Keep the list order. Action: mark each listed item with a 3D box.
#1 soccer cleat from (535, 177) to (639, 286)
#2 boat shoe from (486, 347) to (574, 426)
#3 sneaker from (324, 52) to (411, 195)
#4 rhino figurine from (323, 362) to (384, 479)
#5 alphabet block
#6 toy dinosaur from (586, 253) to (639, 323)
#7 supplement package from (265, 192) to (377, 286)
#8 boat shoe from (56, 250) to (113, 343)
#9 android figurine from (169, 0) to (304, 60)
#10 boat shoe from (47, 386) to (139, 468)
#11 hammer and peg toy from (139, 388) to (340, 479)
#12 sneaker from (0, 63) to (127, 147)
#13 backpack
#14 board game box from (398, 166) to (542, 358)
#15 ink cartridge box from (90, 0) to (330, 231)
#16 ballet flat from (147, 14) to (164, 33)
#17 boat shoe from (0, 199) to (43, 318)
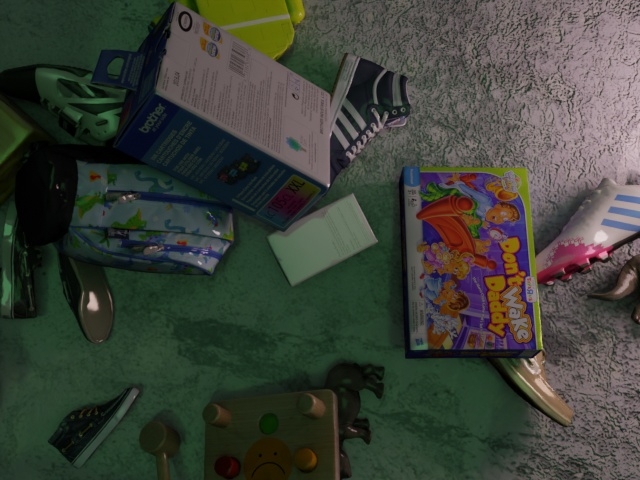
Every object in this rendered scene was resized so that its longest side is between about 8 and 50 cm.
[{"bbox_3d":[0.520,-0.031,1.749,0.331,0.116,0.143,-25,74,-5],"label":"soccer cleat"},{"bbox_3d":[0.372,0.217,1.729,0.098,0.109,0.302,-43,84,-3],"label":"boat shoe"},{"bbox_3d":[0.077,-0.198,1.731,0.153,0.099,0.282,17,85,0],"label":"sneaker"},{"bbox_3d":[0.042,0.342,1.728,0.106,0.073,0.243,15,89,-6],"label":"rhino figurine"},{"bbox_3d":[-0.623,-0.180,1.658,0.197,0.192,0.193,42,89,-1],"label":"alphabet block"},{"bbox_3d":[0.648,0.081,1.754,0.314,0.121,0.160,-2,77,2],"label":"toy dinosaur"},{"bbox_3d":[0.000,0.000,1.719,0.179,0.105,0.105,-27,90,-3],"label":"supplement package"},{"bbox_3d":[-0.443,0.092,1.733,0.065,0.075,0.206,-9,95,40],"label":"boat shoe"},{"bbox_3d":[-0.149,-0.427,1.725,0.248,0.056,0.272,-17,87,-17],"label":"android figurine"},{"bbox_3d":[-0.419,0.328,1.713,0.083,0.065,0.183,40,88,-2],"label":"boat shoe"},{"bbox_3d":[-0.137,0.412,1.648,0.362,0.127,0.265,-10,65,18],"label":"hammer and peg toy"},{"bbox_3d":[-0.432,-0.235,1.700,0.331,0.122,0.146,8,86,-2],"label":"sneaker"},{"bbox_3d":[-0.324,-0.053,1.626,0.356,0.290,0.273,-10,89,-29],"label":"backpack"},{"bbox_3d":[0.267,0.038,1.693,0.234,0.078,0.347,0,71,-2],"label":"board game box"},{"bbox_3d":[-0.181,-0.222,1.565,0.396,0.270,0.151,29,128,-25],"label":"ink cartridge box"},{"bbox_3d":[-0.239,-0.324,1.738,0.077,0.077,0.231,-28,88,-16],"label":"ballet flat"},{"bbox_3d":[-0.549,0.036,1.715,0.070,0.078,0.219,2,93,-11],"label":"boat shoe"}]
